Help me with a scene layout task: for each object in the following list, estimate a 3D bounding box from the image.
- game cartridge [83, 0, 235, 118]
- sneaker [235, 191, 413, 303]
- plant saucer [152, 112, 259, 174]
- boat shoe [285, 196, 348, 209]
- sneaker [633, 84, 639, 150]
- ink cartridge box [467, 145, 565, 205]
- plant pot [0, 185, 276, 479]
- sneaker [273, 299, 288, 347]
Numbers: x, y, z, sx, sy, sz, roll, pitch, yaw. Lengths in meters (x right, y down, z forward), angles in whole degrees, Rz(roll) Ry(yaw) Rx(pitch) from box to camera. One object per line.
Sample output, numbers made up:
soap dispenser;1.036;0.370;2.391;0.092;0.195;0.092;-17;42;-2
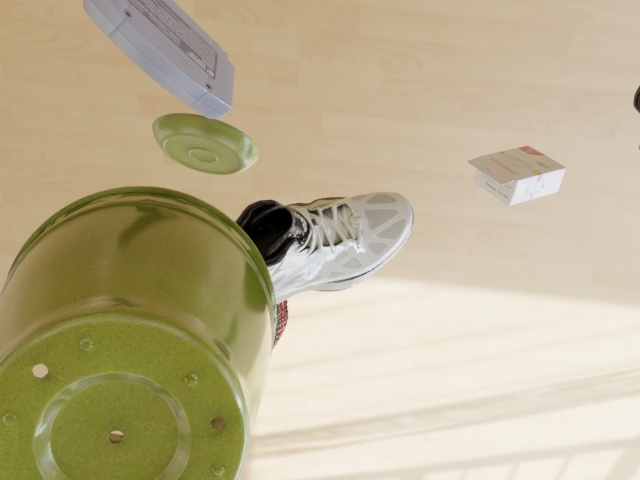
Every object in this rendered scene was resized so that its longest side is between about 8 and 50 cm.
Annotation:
game cartridge;-0.267;-0.346;1.125;0.060;0.196;0.294;-35;127;21
sneaker;0.000;0.001;1.195;0.447;0.169;0.257;-23;167;-15
plant saucer;-0.255;-0.201;1.438;0.240;0.037;0.241;10;160;4
boat shoe;-0.003;-0.052;1.495;0.189;0.072;0.068;-10;162;35
sneaker;0.726;-0.158;1.242;0.202;0.483;0.185;-1;130;4
ink cartridge box;0.417;-0.140;1.421;0.198;0.115;0.067;-14;129;-29
plant pot;-0.212;0.142;0.729;0.366;0.353;0.367;-2;102;-10
sneaker;-0.155;0.188;1.758;0.125;0.104;0.262;18;129;14
